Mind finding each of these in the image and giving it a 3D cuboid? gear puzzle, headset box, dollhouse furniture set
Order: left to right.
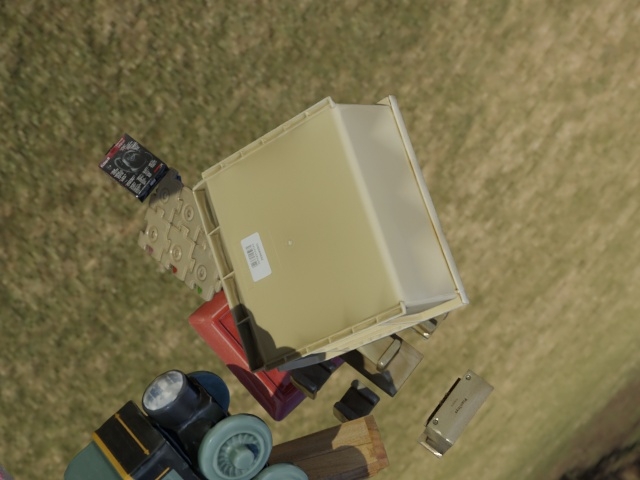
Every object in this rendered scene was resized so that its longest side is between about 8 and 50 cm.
[{"bbox_3d":[-0.261,-0.103,1.563,0.062,0.083,0.032,-52,169,-8],"label":"headset box"},{"bbox_3d":[-0.201,0.004,2.007,0.044,0.339,0.175,0,116,-45],"label":"gear puzzle"},{"bbox_3d":[0.110,0.186,1.603,0.212,0.242,0.161,-51,169,-12],"label":"dollhouse furniture set"}]

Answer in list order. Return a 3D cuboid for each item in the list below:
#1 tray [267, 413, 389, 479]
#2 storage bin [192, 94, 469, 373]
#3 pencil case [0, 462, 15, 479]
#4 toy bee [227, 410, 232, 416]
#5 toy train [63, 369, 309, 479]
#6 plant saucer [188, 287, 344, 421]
[{"bbox_3d":[-0.047,0.335,1.545,0.202,0.076,0.411,-16,165,-13],"label":"tray"},{"bbox_3d":[0.000,0.000,1.346,0.260,0.262,0.123,-27,167,37],"label":"storage bin"},{"bbox_3d":[-0.685,0.448,2.185,0.124,0.273,0.113,-41,159,-22],"label":"pencil case"},{"bbox_3d":[-0.173,0.402,1.898,0.162,0.195,0.298,3,132,-29],"label":"toy bee"},{"bbox_3d":[-0.109,0.278,1.156,0.190,0.142,0.334,-41,127,-11],"label":"toy train"},{"bbox_3d":[-0.064,0.155,2.076,0.259,0.258,0.048,-42,-176,-13],"label":"plant saucer"}]
